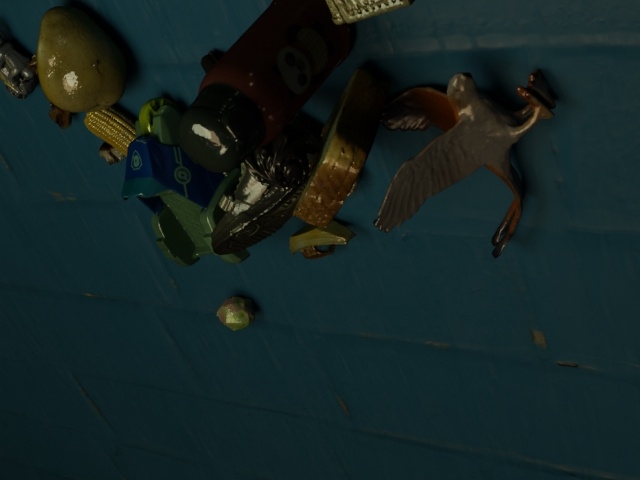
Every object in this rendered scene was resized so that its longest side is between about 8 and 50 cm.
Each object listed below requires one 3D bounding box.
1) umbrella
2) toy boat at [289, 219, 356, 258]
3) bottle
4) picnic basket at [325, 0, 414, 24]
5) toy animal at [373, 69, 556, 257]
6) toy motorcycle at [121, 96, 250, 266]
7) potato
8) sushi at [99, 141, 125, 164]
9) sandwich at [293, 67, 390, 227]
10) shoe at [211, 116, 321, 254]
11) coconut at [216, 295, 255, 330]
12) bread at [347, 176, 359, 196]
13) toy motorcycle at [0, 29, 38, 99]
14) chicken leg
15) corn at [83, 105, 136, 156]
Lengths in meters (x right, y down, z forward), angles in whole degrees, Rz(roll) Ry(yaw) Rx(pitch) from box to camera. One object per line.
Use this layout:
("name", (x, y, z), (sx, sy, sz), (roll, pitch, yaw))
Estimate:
("umbrella", (-0.116, -0.203, 1.582), (0.340, 0.118, 0.118), (53, 157, 38))
("toy boat", (0.000, 0.000, 1.847), (0.172, 0.065, 0.066), (-17, 106, 53))
("bottle", (-0.083, -0.229, 1.434), (0.144, 0.336, 0.144), (22, 143, 18))
("picnic basket", (0.044, -0.409, 1.310), (0.154, 0.134, 0.196), (-5, 128, 42))
("toy animal", (0.255, -0.116, 1.479), (0.284, 0.225, 0.302), (28, 135, -21))
("toy motorcycle", (-0.263, -0.094, 1.840), (0.191, 0.200, 0.326), (-5, 130, 41))
("potato", (-0.435, -0.327, 1.775), (0.157, 0.157, 0.194), (-9, 102, 43))
("sushi", (-0.421, -0.182, 1.991), (0.083, 0.044, 0.046), (-19, 119, 45))
("sandwich", (0.035, -0.146, 1.531), (0.065, 0.214, 0.186), (23, 144, -6))
("shoe", (-0.107, -0.105, 1.728), (0.293, 0.109, 0.149), (-38, 72, 28))
("coconut", (-0.181, 0.158, 2.153), (0.083, 0.081, 0.082), (49, 179, -40))
("bread", (-0.011, -0.095, 1.762), (0.214, 0.053, 0.073), (-18, 111, 43))
("toy motorcycle", (-0.615, -0.350, 1.944), (0.124, 0.061, 0.193), (15, 145, 34))
("chicken leg", (-0.502, -0.292, 1.919), (0.125, 0.080, 0.196), (28, 151, 26))
("corn", (-0.384, -0.204, 1.921), (0.165, 0.063, 0.085), (39, 134, -7))
